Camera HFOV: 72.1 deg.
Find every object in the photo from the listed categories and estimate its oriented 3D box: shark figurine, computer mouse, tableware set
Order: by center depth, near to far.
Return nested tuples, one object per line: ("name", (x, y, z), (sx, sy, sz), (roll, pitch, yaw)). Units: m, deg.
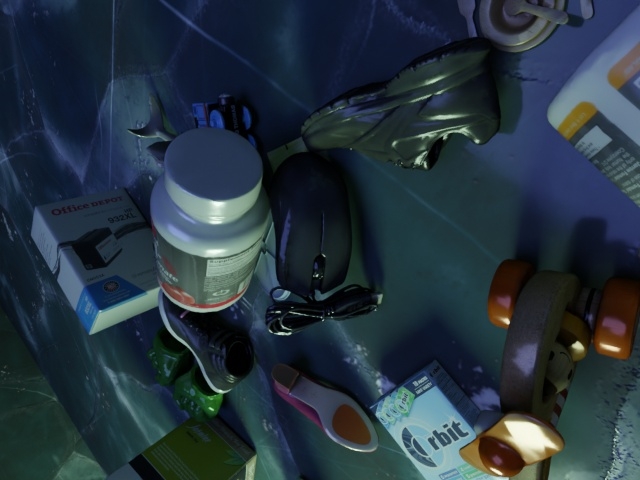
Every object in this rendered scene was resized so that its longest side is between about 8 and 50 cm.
("tableware set", (0.187, -0.293, 0.445), (0.128, 0.039, 0.194), (-9, 101, 44))
("computer mouse", (0.000, 0.000, 0.656), (0.072, 0.188, 0.272), (-177, 79, -69))
("shark figurine", (-0.267, -0.204, 0.867), (0.116, 0.166, 0.278), (-58, 37, 11))

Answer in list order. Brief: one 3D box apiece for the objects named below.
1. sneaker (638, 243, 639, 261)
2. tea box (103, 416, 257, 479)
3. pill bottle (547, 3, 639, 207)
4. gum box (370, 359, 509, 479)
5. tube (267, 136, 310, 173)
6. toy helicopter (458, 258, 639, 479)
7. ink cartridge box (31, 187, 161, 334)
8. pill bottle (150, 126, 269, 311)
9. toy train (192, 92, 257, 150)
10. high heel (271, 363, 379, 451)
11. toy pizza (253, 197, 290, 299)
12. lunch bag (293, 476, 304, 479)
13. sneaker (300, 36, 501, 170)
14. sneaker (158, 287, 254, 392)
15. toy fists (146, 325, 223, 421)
("sneaker", (0.380, 0.066, 0.411), (0.084, 0.069, 0.185), (-34, 90, 36))
("tea box", (-0.361, 0.693, 1.146), (0.220, 0.323, 0.329), (28, 124, 30))
("pill bottle", (0.331, -0.063, 0.328), (0.278, 0.162, 0.162), (50, 133, 13))
("gum box", (0.187, 0.302, 0.692), (0.184, 0.041, 0.157), (51, 133, 15))
("tube", (-0.021, -0.045, 0.728), (0.062, 0.070, 0.240), (-124, 16, -87))
("toy helicopter", (0.231, 0.206, 0.477), (0.140, 0.235, 0.355), (11, 115, 38))
("ink cartridge box", (-0.529, 0.039, 1.093), (0.307, 0.223, 0.129), (53, 133, 12))
("pill bottle", (-0.179, -0.022, 0.711), (0.176, 0.176, 0.318), (49, 147, 15))
("toy train", (-0.168, -0.168, 0.792), (0.105, 0.080, 0.184), (17, 121, 46))
("high heel", (0.005, 0.330, 0.863), (0.244, 0.082, 0.117), (26, 157, 15))
("toy pizza", (-0.091, 0.009, 0.801), (0.201, 0.032, 0.201), (35, 132, 50))
("lunch bag", (-0.065, 0.696, 0.954), (0.160, 0.223, 0.262), (-18, 95, 37))
("sneaker", (0.087, -0.143, 0.559), (0.286, 0.109, 0.130), (-6, 117, 48))
("sneaker", (-0.254, 0.207, 1.010), (0.147, 0.104, 0.296), (-32, 91, 43))
("toy fists", (-0.366, 0.362, 1.174), (0.279, 0.096, 0.142), (38, 130, 22))
